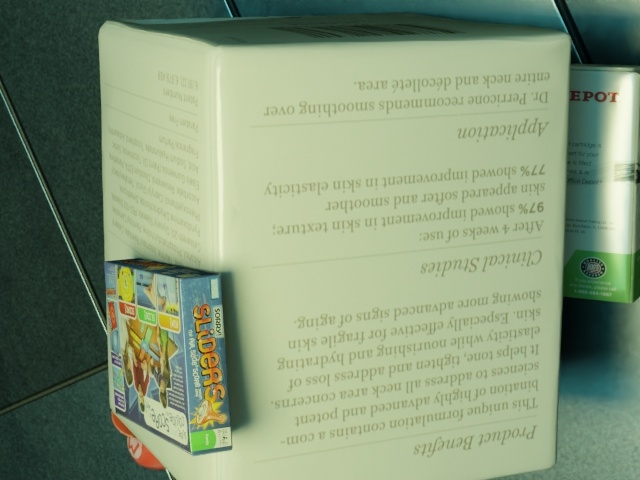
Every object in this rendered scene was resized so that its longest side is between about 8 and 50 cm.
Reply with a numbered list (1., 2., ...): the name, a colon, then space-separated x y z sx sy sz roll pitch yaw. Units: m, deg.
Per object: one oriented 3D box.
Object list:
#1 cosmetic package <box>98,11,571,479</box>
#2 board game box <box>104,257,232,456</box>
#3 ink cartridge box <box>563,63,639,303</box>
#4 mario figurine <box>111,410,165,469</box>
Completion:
1. cosmetic package: 0.000 0.000 1.270 0.327 0.330 0.393 -155 63 -62
2. board game box: -0.127 0.088 1.127 0.201 0.035 0.136 -172 78 -65
3. ink cartridge box: 0.235 -0.061 1.337 0.160 0.093 0.219 6 103 26
4. mario figurine: -0.150 0.107 1.521 0.170 0.198 0.320 25 107 7
